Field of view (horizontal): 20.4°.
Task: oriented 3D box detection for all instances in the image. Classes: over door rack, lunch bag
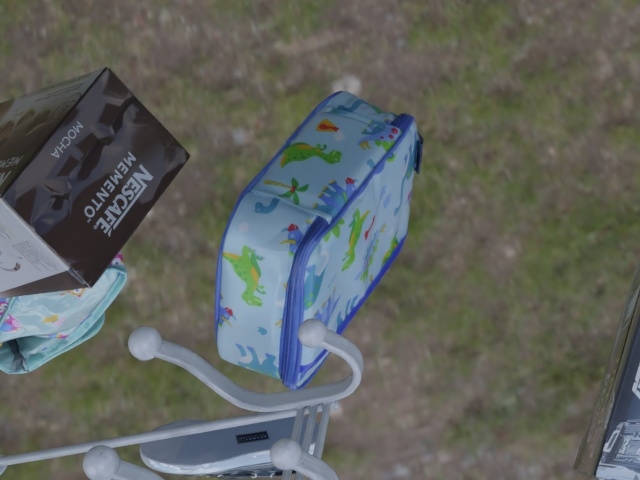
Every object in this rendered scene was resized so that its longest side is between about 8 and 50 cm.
[{"bbox_3d":[-0.140,0.174,1.056,0.324,0.239,0.108,-22,120,25],"label":"over door rack"},{"bbox_3d":[-0.346,0.012,2.106,0.160,0.223,0.262,-8,154,-28],"label":"lunch bag"},{"bbox_3d":[0.000,0.000,1.410,0.090,0.219,0.176,22,133,16],"label":"lunch bag"}]

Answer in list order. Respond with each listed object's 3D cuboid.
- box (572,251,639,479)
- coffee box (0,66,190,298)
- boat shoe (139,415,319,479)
[{"bbox_3d":[0.307,0.071,1.555,0.076,0.242,0.307,17,86,6],"label":"box"},{"bbox_3d":[-0.278,-0.043,1.652,0.119,0.168,0.297,48,150,-23],"label":"coffee box"},{"bbox_3d":[-0.067,0.165,1.364,0.142,0.049,0.040,-3,130,-8],"label":"boat shoe"}]
